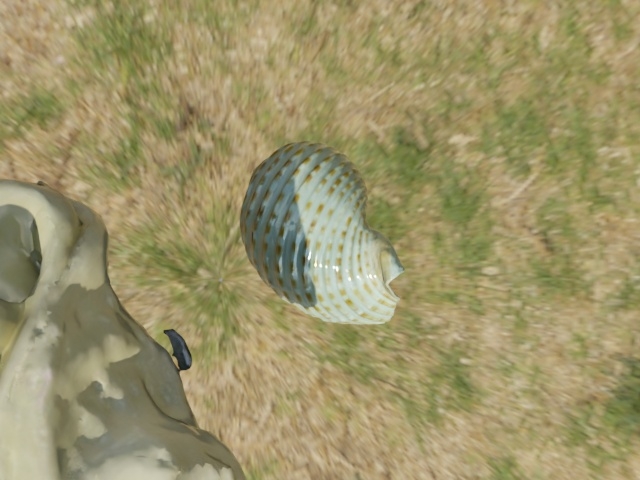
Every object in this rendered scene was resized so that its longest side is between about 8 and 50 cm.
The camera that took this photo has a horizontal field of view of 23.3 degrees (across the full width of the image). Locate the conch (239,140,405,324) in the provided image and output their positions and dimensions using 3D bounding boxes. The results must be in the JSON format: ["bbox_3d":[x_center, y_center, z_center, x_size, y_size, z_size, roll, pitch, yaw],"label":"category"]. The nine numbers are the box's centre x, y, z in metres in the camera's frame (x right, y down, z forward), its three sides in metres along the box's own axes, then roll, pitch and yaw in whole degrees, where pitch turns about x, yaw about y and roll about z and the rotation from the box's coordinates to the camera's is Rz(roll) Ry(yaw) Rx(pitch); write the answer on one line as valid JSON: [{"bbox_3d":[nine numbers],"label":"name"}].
[{"bbox_3d":[-0.007,0.001,1.188,0.102,0.135,0.153,-16,55,-10],"label":"conch"}]

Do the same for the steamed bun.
[{"bbox_3d":[-0.232,0.142,0.912,0.394,0.237,0.346,19,109,20],"label":"steamed bun"}]
